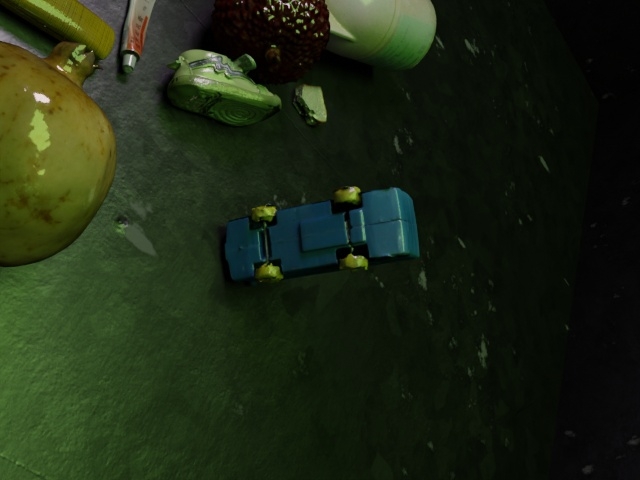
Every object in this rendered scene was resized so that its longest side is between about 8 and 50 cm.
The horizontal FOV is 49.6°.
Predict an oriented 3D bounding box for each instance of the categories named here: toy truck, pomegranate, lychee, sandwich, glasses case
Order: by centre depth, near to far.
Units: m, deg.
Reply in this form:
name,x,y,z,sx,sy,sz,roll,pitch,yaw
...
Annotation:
name,x,y,z,sx,sy,sz,roll,pitch,yaw
pomegranate,-0.438,-0.143,0.970,0.343,0.343,0.342,19,64,-44
glasses case,-0.471,-0.403,1.216,0.234,0.064,0.079,29,59,-40
toy truck,0.000,0.000,1.386,0.162,0.385,0.161,15,67,-65
lychee,-0.107,-0.465,1.507,0.264,0.264,0.300,39,32,-34
sandwich,-0.025,-0.336,1.722,0.093,0.036,0.104,-16,91,-51

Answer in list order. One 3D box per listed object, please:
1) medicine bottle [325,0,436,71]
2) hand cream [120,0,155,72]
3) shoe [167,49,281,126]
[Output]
name,x,y,z,sx,sy,sz,roll,pitch,yaw
medicine bottle,0.097,-0.590,1.789,0.406,0.236,0.235,1,77,-49
hand cream,-0.364,-0.422,1.373,0.052,0.038,0.216,59,30,-60
shoe,-0.193,-0.318,1.444,0.262,0.140,0.128,3,88,-40
